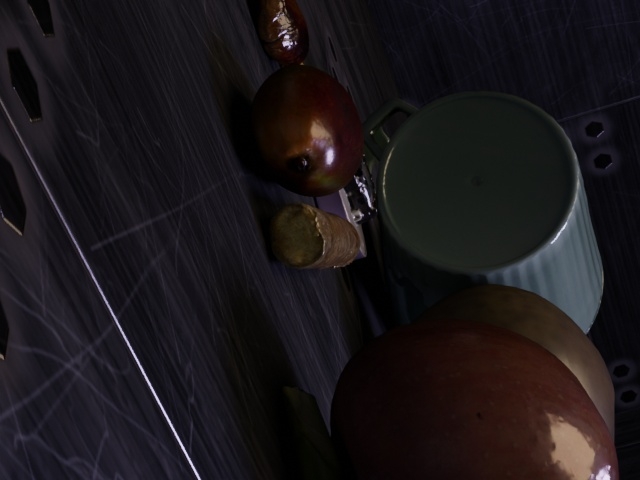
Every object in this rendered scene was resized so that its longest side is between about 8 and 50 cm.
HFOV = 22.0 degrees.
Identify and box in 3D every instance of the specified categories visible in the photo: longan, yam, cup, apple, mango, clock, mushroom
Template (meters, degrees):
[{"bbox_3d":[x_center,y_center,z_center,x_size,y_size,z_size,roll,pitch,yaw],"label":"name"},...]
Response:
[{"bbox_3d":[0.216,0.227,2.000,0.288,0.288,0.350,51,32,-69],"label":"longan"},{"bbox_3d":[0.000,0.000,1.696,0.300,0.066,0.066,13,61,-81],"label":"yam"},{"bbox_3d":[0.186,-0.015,2.260,0.392,0.401,0.310,67,38,-66],"label":"cup"},{"bbox_3d":[0.134,0.214,1.420,0.306,0.235,0.305,173,-90,-81],"label":"apple"},{"bbox_3d":[-0.013,-0.110,1.665,0.133,0.111,0.267,62,3,2],"label":"mango"},{"bbox_3d":[0.028,-0.078,2.044,0.198,0.064,0.172,-95,167,-60],"label":"clock"},{"bbox_3d":[-0.048,-0.263,1.954,0.123,0.052,0.123,-20,90,-83],"label":"mushroom"}]

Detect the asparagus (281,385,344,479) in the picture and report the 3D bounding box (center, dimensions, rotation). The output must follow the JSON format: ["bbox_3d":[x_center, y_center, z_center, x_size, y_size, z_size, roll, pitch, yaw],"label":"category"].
[{"bbox_3d":[0.000,0.195,1.374,0.045,0.041,0.178,76,1,-58],"label":"asparagus"}]

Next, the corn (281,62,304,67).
[{"bbox_3d":[-0.029,-0.209,2.045,0.027,0.028,0.083,54,0,24],"label":"corn"}]
